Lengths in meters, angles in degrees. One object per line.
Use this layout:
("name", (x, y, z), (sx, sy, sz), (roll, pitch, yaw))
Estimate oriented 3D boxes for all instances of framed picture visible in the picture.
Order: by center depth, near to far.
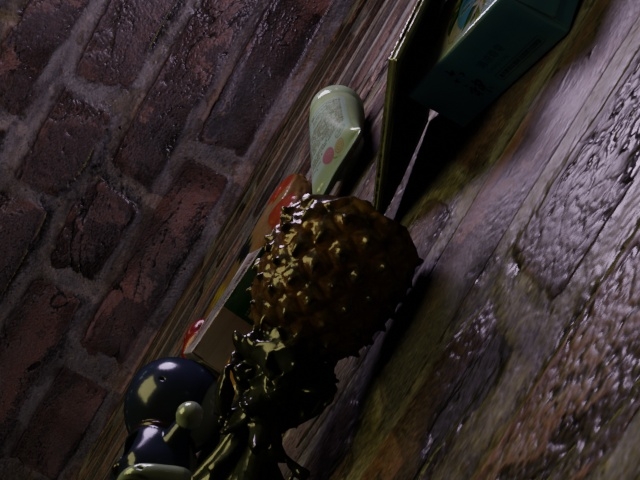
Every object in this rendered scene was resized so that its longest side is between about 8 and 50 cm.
("framed picture", (0.103, -0.170, 1.452), (0.273, 0.016, 0.216), (94, -164, -48))

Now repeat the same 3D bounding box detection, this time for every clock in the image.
("clock", (-0.220, 0.278, 1.809), (0.200, 0.146, 0.243), (-54, 18, 43))

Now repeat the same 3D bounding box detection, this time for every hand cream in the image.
("hand cream", (0.025, -0.167, 2.012), (0.147, 0.093, 0.306), (-58, 11, 22))

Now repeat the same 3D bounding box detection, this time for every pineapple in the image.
("pineapple", (-0.037, 0.133, 1.212), (0.365, 0.165, 0.165), (-64, 9, -11))

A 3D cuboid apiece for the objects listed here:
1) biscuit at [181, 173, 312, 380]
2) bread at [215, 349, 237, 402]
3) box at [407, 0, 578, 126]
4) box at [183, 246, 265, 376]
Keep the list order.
("biscuit", (-0.134, 0.072, 2.191), (0.394, 0.076, 0.368), (-58, 8, 10))
("bread", (-0.077, 0.167, 1.533), (0.125, 0.082, 0.106), (153, 139, -79))
("box", (0.191, -0.237, 1.330), (0.232, 0.083, 0.143), (-41, 24, 61))
("box", (-0.122, 0.113, 1.922), (0.199, 0.081, 0.135), (-55, 6, -11))
